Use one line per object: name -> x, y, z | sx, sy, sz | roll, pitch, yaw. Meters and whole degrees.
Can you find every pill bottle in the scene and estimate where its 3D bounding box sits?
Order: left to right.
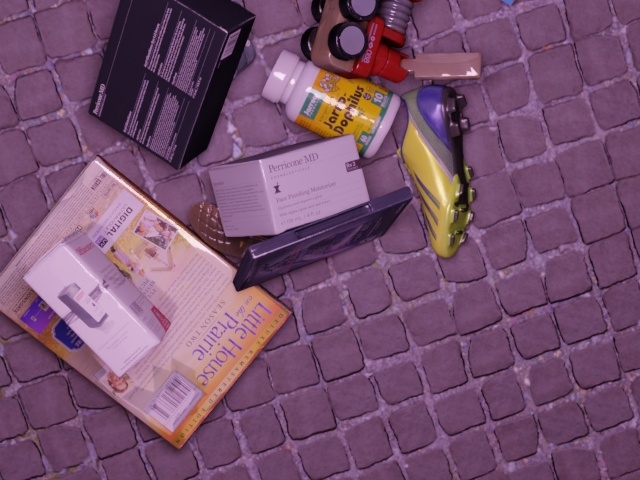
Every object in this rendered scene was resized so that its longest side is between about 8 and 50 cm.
pill bottle -> 0.015, -0.227, 1.824 | 0.208, 0.117, 0.118 | 27, 96, -5

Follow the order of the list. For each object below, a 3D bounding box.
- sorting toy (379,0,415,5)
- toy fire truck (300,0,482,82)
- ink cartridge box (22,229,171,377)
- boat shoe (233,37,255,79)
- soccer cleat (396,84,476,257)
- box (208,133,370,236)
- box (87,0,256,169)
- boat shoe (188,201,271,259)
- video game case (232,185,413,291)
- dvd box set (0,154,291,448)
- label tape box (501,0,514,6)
sorting toy -> 0.117, -0.490, 1.809 | 0.193, 0.038, 0.208 | 37, 120, -6
toy fire truck -> 0.127, -0.343, 1.757 | 0.246, 0.158, 0.217 | 18, 86, -30
ink cartridge box -> -0.349, 0.096, 1.770 | 0.092, 0.158, 0.218 | -41, 95, 3
boat shoe -> -0.217, -0.401, 1.816 | 0.099, 0.116, 0.320 | -34, 95, -26
soccer cleat -> 0.188, -0.115, 1.873 | 0.121, 0.093, 0.289 | 2, 103, 28
box -> -0.051, -0.086, 1.780 | 0.180, 0.182, 0.119 | -19, 98, -30
box -> -0.235, -0.272, 1.745 | 0.184, 0.103, 0.261 | 31, 125, 8
boat shoe -> -0.141, -0.008, 1.875 | 0.178, 0.060, 0.064 | 31, 100, -8
video game case -> 0.000, 0.000, 1.779 | 0.274, 0.196, 0.026 | -22, 78, -17
dvd box set -> -0.303, 0.104, 1.884 | 0.420, 0.062, 0.308 | 38, 94, -6
label tape box -> 0.304, -0.581, 1.777 | 0.240, 0.106, 0.334 | 32, 126, -6
